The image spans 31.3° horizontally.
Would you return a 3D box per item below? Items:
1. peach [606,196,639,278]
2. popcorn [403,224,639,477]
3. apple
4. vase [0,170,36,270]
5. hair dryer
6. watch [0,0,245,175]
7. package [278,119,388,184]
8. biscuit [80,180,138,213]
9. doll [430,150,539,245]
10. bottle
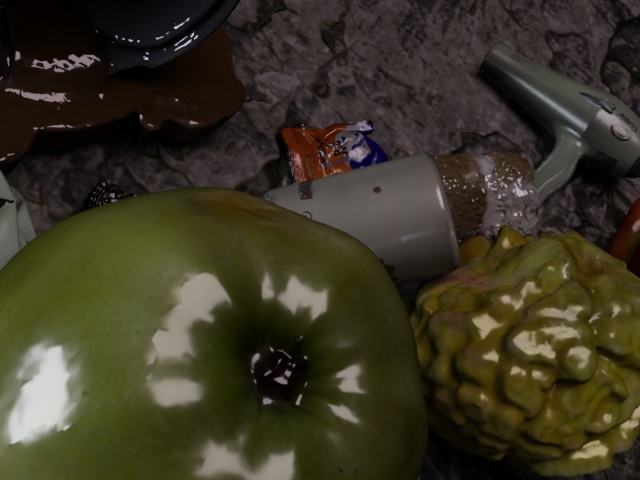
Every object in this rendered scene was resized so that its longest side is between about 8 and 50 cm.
[{"bbox_3d":[0.407,0.053,1.170,0.243,0.199,0.243,24,39,-22],"label":"peach"},{"bbox_3d":[0.191,0.101,1.032,0.259,0.259,0.212,-26,102,-36],"label":"popcorn"},{"bbox_3d":[-0.100,0.133,0.793,0.357,0.357,0.357,13,56,-19],"label":"apple"},{"bbox_3d":[-0.347,0.089,0.807,0.165,0.165,0.360,31,55,-6],"label":"vase"},{"bbox_3d":[0.239,-0.128,1.293,0.225,0.088,0.219,-27,68,-20],"label":"hair dryer"},{"bbox_3d":[-0.197,-0.256,0.979,0.335,0.327,0.314,-3,62,-28],"label":"watch"},{"bbox_3d":[0.014,-0.090,1.170,0.111,0.033,0.077,-14,91,-18],"label":"package"},{"bbox_3d":[-0.172,-0.016,1.033,0.087,0.027,0.089,-23,72,-34],"label":"biscuit"},{"bbox_3d":[0.116,-0.031,1.136,0.221,0.105,0.115,-12,33,-25],"label":"doll"},{"bbox_3d":[0.000,0.000,1.013,0.233,0.110,0.110,-14,63,5],"label":"bottle"}]
